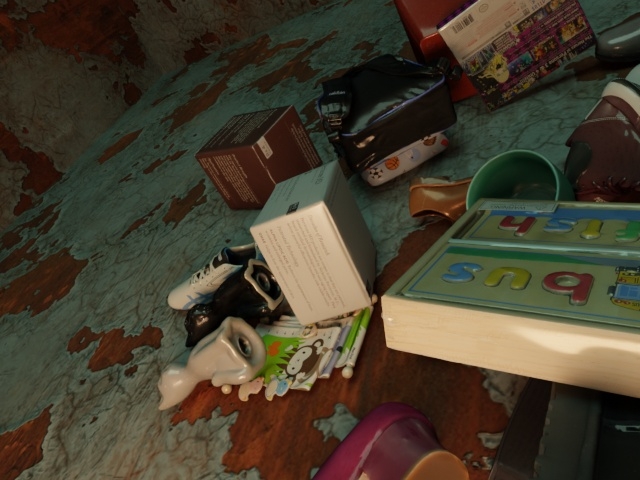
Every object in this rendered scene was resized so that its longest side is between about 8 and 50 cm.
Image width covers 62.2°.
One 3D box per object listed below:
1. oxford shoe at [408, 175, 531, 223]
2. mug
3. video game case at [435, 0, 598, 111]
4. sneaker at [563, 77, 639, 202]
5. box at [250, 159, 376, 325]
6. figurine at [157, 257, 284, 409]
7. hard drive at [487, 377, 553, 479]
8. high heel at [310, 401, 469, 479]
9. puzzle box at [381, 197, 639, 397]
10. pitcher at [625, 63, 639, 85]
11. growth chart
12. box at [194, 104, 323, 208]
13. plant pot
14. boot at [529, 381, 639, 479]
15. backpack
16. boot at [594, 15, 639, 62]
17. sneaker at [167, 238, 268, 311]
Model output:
[{"bbox_3d":[0.245,-0.063,0.865,0.212,0.076,0.076,-1,73,33],"label":"oxford shoe"},{"bbox_3d":[0.277,-0.043,0.753,0.157,0.097,0.130,-39,54,29],"label":"mug"},{"bbox_3d":[0.375,-0.397,1.019,0.232,0.210,0.042,-32,28,24],"label":"video game case"},{"bbox_3d":[0.432,-0.069,0.699,0.163,0.106,0.282,-53,45,37],"label":"sneaker"},{"bbox_3d":[0.000,0.000,0.824,0.118,0.182,0.181,-19,22,17],"label":"box"},{"bbox_3d":[-0.172,0.159,0.855,0.209,0.092,0.215,-32,26,30],"label":"figurine"},{"bbox_3d":[0.286,0.163,0.519,0.171,0.054,0.255,14,53,47],"label":"hard drive"},{"bbox_3d":[-0.012,0.326,0.530,0.377,0.127,0.181,-41,5,-8],"label":"high heel"},{"bbox_3d":[0.288,0.034,0.434,0.408,0.052,0.272,4,25,33],"label":"puzzle box"},{"bbox_3d":[0.554,-0.192,0.746,0.177,0.126,0.207,-22,38,-27],"label":"pitcher"},{"bbox_3d":[-0.033,0.164,0.804,0.237,0.021,0.172,-13,35,28],"label":"growth chart"},{"bbox_3d":[-0.141,-0.188,1.229,0.203,0.169,0.167,1,43,39],"label":"box"},{"bbox_3d":[0.323,-0.467,1.181,0.267,0.267,0.236,-17,47,21],"label":"plant pot"},{"bbox_3d":[0.322,0.204,0.223,0.444,0.146,0.367,6,25,27],"label":"boot"},{"bbox_3d":[0.124,-0.259,1.080,0.276,0.213,0.263,-24,41,-2],"label":"backpack"},{"bbox_3d":[0.649,-0.470,0.931,0.337,0.223,0.118,-18,36,19],"label":"boot"},{"bbox_3d":[-0.196,0.060,1.015,0.237,0.086,0.085,-26,34,9],"label":"sneaker"}]
